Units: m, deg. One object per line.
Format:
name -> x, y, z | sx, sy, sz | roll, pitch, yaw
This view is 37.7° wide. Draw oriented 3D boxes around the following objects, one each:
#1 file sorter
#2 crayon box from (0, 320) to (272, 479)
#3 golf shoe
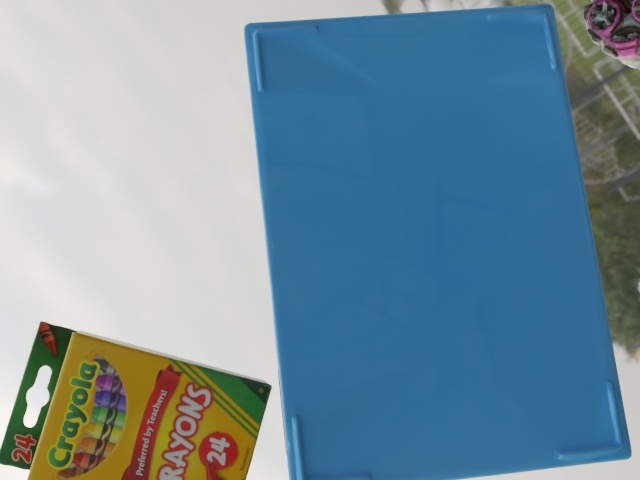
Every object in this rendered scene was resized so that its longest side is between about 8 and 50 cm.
file sorter -> 0.035, 0.008, 0.380 | 0.104, 0.118, 0.170 | 115, 149, -77
crayon box -> -0.244, 0.242, 1.222 | 0.319, 0.202, 0.081 | 16, 174, -7
golf shoe -> 0.217, -0.205, 0.627 | 0.086, 0.067, 0.186 | 6, -92, -50
